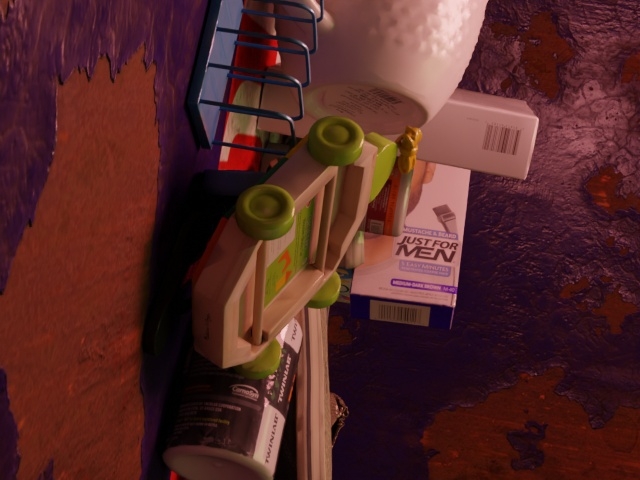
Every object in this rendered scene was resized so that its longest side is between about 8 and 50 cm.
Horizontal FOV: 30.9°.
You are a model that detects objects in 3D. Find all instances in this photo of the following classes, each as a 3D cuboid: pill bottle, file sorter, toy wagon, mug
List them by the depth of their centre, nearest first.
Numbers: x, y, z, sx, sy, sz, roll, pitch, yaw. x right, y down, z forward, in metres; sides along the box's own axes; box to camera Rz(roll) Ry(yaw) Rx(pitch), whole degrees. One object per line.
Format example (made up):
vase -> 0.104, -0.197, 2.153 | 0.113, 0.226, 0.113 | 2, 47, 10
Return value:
file sorter -> -0.062, -0.185, 1.183 | 0.118, 0.105, 0.170 | 87, 12, -73
toy wagon -> -0.010, -0.014, 1.230 | 0.344, 0.068, 0.267 | -48, 159, -33
pill bottle -> -0.093, 0.154, 1.344 | 0.130, 0.131, 0.245 | 92, 8, -59
mug -> 0.047, -0.328, 1.425 | 0.374, 0.276, 0.328 | 28, 65, -51
pill bottle -> 0.023, -0.081, 1.733 | 0.121, 0.221, 0.121 | 10, 90, -86

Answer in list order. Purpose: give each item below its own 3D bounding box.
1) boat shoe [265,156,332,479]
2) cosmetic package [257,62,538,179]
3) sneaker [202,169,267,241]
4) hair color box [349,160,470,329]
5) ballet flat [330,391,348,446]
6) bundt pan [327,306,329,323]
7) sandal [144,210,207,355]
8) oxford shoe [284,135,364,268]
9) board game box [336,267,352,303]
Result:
boat shoe -> -0.068, 0.121, 1.523 | 0.187, 0.156, 0.500 | 72, 15, -70
cosmetic package -> 0.117, -0.186, 1.703 | 0.284, 0.377, 0.097 | -62, 163, -75
sneaker -> -0.090, -0.024, 1.310 | 0.232, 0.081, 0.090 | 75, 18, -83
hair color box -> 0.165, -0.021, 2.082 | 0.110, 0.185, 0.338 | 88, 10, -60
ballet flat -> 0.003, 0.341, 1.864 | 0.250, 0.058, 0.084 | -75, 172, -52
bundt pan -> -0.073, 0.238, 1.839 | 0.331, 0.124, 0.330 | 9, 90, -86
sandal -> -0.133, 0.044, 1.162 | 0.067, 0.040, 0.179 | 93, 8, -46
oxford shoe -> -0.009, -0.145, 1.928 | 0.169, 0.130, 0.449 | 83, 1, -54
board game box -> 0.000, 0.000, 2.146 | 0.275, 0.142, 0.144 | 88, 11, -68
